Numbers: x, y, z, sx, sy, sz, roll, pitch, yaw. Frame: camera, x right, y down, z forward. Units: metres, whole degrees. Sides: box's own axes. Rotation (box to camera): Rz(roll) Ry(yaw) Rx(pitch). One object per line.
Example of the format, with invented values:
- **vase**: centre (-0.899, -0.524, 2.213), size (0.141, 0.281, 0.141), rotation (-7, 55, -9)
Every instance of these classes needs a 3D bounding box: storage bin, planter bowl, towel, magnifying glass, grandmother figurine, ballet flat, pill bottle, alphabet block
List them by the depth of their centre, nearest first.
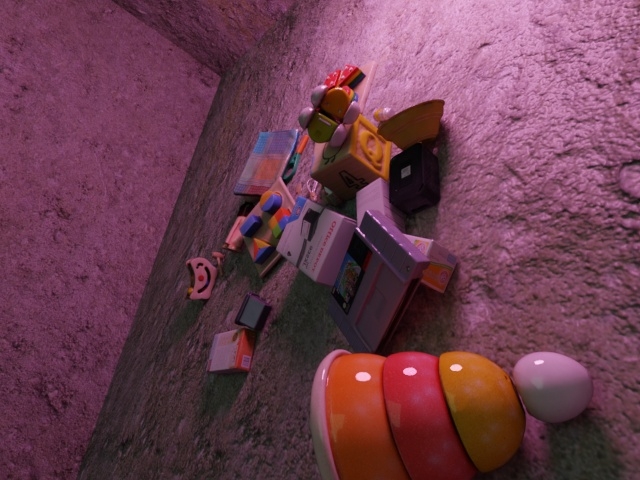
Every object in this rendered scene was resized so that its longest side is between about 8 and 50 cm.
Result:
- **storage bin**: centre (0.275, -0.179, 1.215), size (0.122, 0.084, 0.180), rotation (-25, 49, 43)
- **planter bowl**: centre (0.289, -0.332, 1.255), size (0.217, 0.217, 0.090), rotation (-25, 84, 42)
- **alphabet block**: centre (0.105, -0.283, 1.416), size (0.197, 0.193, 0.193), rotation (-22, 52, 44)
- **pill bottle**: centre (0.232, -0.459, 1.503), size (0.083, 0.043, 0.043), rotation (13, 78, 55)
- **ballet flat**: centre (0.034, -0.210, 1.541), size (0.073, 0.067, 0.206), rotation (-34, 42, 12)
- **storage bin**: centre (-0.251, 0.283, 1.599), size (0.091, 0.098, 0.135), rotation (22, 84, 28)
- **magnifying glass**: centre (-0.114, -0.385, 1.934), size (0.092, 0.026, 0.231), rotation (23, 88, 57)
- **towel**: centre (-0.262, -0.377, 1.999), size (0.271, 0.040, 0.370), rotation (8, 69, 36)
- **grandmother figurine**: centre (-0.373, -0.112, 2.022), size (0.207, 0.104, 0.343), rotation (6, 75, 45)

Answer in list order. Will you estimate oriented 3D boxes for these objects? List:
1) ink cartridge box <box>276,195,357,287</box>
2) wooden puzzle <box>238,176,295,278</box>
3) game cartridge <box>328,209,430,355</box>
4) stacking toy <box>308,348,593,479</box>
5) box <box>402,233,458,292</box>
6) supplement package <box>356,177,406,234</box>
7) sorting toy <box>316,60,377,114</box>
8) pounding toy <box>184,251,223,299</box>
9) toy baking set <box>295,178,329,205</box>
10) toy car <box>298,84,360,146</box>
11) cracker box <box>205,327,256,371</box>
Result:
- **ink cartridge box**: centre (0.000, 0.000, 1.394), size (0.307, 0.129, 0.223), rotation (32, 100, 55)
- **wooden puzzle**: centre (-0.227, -0.064, 1.758), size (0.322, 0.080, 0.348), rotation (-47, 48, 23)
- **game cartridge**: centre (0.128, 0.125, 1.071), size (0.230, 0.068, 0.355), rotation (48, 132, 40)
- **stacking toy**: centre (0.252, 0.329, 0.777), size (0.479, 0.350, 0.351), rotation (-22, 48, 19)
- **box**: centre (0.234, 0.050, 1.080), size (0.203, 0.114, 0.103), rotation (17, 81, 58)
- **supplement package**: centre (0.181, -0.077, 1.248), size (0.105, 0.105, 0.179), rotation (-30, 45, 38)
- **sorting toy**: centre (0.095, -0.636, 1.768), size (0.255, 0.089, 0.257), rotation (-3, 65, 52)
- **pounding toy**: centre (-0.588, 0.167, 2.059), size (0.154, 0.154, 0.270), rotation (-9, 61, 50)
- **toy baking set**: centre (-0.017, -0.177, 1.638), size (0.256, 0.030, 0.197), rotation (-4, 56, 40)
- **toy car**: centre (0.028, -0.388, 1.315), size (0.182, 0.159, 0.136), rotation (-60, -1, 4)
- **cracker box**: centre (-0.354, 0.442, 1.634), size (0.232, 0.067, 0.156), rotation (-21, 50, 43)
